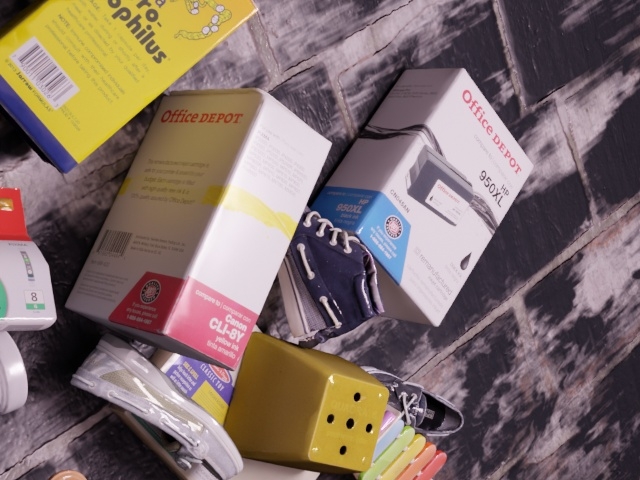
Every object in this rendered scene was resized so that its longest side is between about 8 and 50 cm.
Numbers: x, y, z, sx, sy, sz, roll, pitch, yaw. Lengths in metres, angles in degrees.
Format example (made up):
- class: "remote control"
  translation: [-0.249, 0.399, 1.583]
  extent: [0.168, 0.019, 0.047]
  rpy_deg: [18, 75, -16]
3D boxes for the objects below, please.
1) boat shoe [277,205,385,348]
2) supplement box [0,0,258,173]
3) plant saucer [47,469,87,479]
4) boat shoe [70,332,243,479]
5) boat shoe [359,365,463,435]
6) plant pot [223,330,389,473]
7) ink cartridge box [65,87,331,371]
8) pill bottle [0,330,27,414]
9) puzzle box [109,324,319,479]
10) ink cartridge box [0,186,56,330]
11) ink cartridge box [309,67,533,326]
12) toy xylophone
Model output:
- class: "boat shoe"
  translation: [0.000, 0.000, 1.922]
  extent: [0.127, 0.158, 0.340]
  rpy_deg: [-14, 87, -68]
- class: "supplement box"
  translation: [-0.299, -0.285, 1.596]
  extent: [0.356, 0.194, 0.195]
  rpy_deg: [-42, 110, -9]
- class: "plant saucer"
  translation: [-0.398, 0.401, 1.784]
  extent: [0.083, 0.013, 0.083]
  rpy_deg: [-6, 99, -39]
- class: "boat shoe"
  translation: [-0.247, 0.276, 1.769]
  extent: [0.103, 0.118, 0.320]
  rpy_deg: [-50, 119, -17]
- class: "boat shoe"
  translation: [0.156, 0.317, 2.178]
  extent: [0.301, 0.102, 0.108]
  rpy_deg: [25, 79, -39]
- class: "plant pot"
  translation: [-0.011, 0.290, 1.914]
  extent: [0.212, 0.187, 0.212]
  rpy_deg: [21, 82, -39]
- class: "ink cartridge box"
  translation: [-0.185, -0.025, 1.739]
  extent: [0.160, 0.279, 0.384]
  rpy_deg: [32, 75, -38]
- class: "pill bottle"
  translation: [-0.546, 0.211, 1.548]
  extent: [0.265, 0.153, 0.153]
  rpy_deg: [-18, 106, -37]
- class: "puzzle box"
  translation: [-0.145, 0.311, 1.961]
  extent: [0.272, 0.052, 0.409]
  rpy_deg: [-51, 123, -23]
- class: "ink cartridge box"
  translation: [-0.474, 0.016, 1.591]
  extent: [0.181, 0.056, 0.224]
  rpy_deg: [3, 68, -41]
- class: "ink cartridge box"
  translation: [0.187, -0.085, 2.118]
  extent: [0.285, 0.166, 0.395]
  rpy_deg: [48, 65, -33]
- class: "toy xylophone"
  translation: [0.106, 0.435, 2.108]
  extent: [0.236, 0.081, 0.322]
  rpy_deg: [-50, 141, -9]
